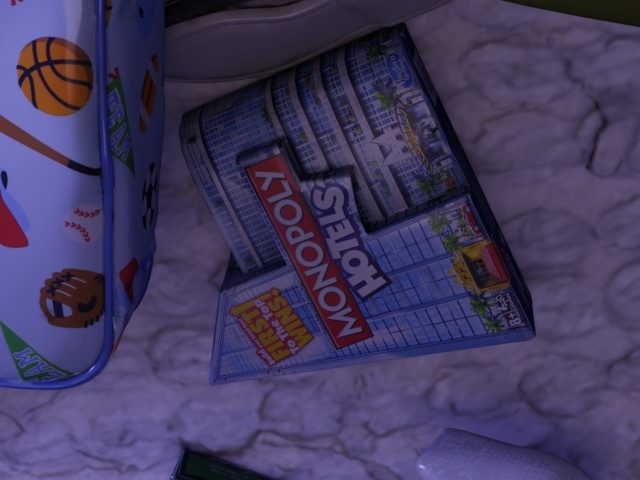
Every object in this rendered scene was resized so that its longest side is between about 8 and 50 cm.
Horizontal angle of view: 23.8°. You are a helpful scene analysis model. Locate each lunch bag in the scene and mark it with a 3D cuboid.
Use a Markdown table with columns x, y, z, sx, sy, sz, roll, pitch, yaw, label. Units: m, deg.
| x | y | z | sx | sy | sz | roll | pitch | yaw | label |
| --- | --- | --- | --- | --- | --- | --- | --- | --- | --- |
| -0.207 | -0.074 | 0.786 | 0.243 | 0.115 | 0.303 | 6 | 115 | 7 | lunch bag |

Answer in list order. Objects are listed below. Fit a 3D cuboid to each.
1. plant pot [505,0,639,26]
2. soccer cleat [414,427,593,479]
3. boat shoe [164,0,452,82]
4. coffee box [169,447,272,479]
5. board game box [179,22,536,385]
| x | y | z | sx | sy | sz | roll | pitch | yaw | label |
| --- | --- | --- | --- | --- | --- | --- | --- | --- | --- |
| 0.141 | -0.240 | 0.617 | 0.353 | 0.366 | 0.366 | 19 | 117 | -26 | plant pot |
| 0.090 | 0.265 | 0.996 | 0.143 | 0.116 | 0.331 | 24 | 119 | 19 | soccer cleat |
| -0.017 | -0.142 | 0.841 | 0.206 | 0.075 | 0.065 | -16 | 70 | 18 | boat shoe |
| -0.074 | 0.237 | 1.022 | 0.113 | 0.040 | 0.184 | 20 | 115 | -3 | coffee box |
| 0.000 | 0.000 | 0.894 | 0.194 | 0.060 | 0.194 | -22 | 111 | 14 | board game box |
